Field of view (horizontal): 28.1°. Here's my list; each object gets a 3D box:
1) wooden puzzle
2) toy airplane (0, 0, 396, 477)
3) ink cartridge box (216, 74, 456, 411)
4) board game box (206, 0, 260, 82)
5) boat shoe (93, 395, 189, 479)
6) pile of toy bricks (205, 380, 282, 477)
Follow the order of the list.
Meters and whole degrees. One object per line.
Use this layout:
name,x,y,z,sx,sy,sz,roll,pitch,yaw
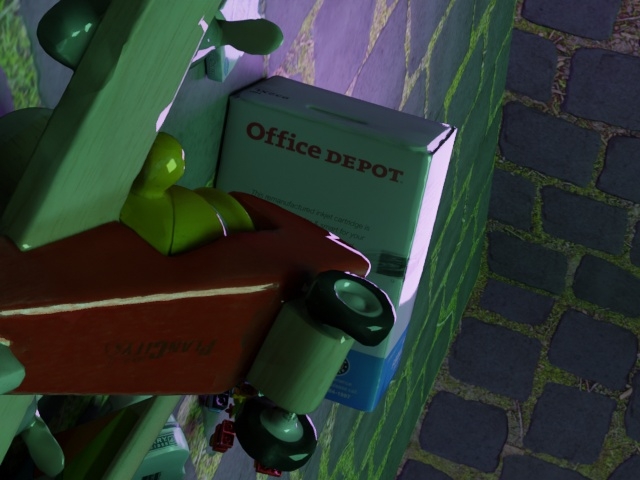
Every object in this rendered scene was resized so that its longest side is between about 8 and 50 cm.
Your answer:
wooden puzzle,-0.222,0.217,1.017,0.238,0.044,0.221,-31,-157,48
toy airplane,-0.171,0.013,0.814,0.386,0.272,0.384,-32,143,-8
ink cartridge box,0.000,0.000,1.402,0.129,0.223,0.308,-44,148,-63
board game box,-0.085,-0.215,1.235,0.090,0.020,0.090,91,21,-49
boat shoe,-0.175,0.191,1.212,0.084,0.095,0.258,71,-24,16
pile of toy bricks,-0.088,0.192,1.600,0.105,0.118,0.212,136,-34,-56
